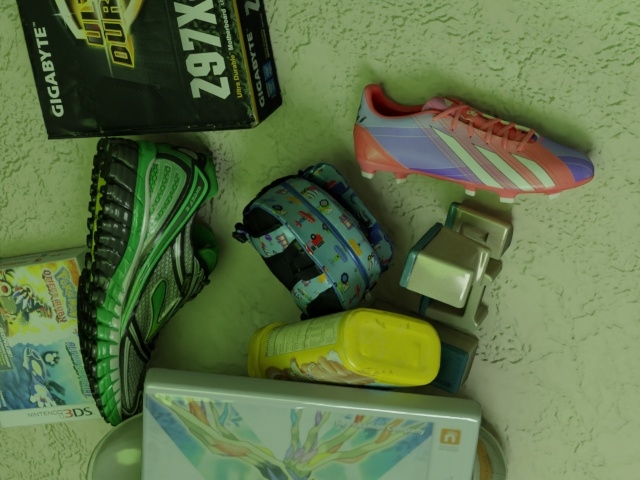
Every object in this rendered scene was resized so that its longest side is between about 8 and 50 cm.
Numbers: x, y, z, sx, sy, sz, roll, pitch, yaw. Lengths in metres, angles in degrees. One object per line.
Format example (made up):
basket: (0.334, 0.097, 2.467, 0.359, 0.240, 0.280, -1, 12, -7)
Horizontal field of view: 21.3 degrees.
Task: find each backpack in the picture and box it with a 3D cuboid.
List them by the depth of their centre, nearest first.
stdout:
backpack: (0.000, 0.000, 1.719, 0.117, 0.173, 0.158, -38, 90, -11)

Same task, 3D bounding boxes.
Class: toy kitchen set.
toy kitchen set: (0.095, 0.068, 1.724, 0.122, 0.166, 0.207, 22, 118, 14)

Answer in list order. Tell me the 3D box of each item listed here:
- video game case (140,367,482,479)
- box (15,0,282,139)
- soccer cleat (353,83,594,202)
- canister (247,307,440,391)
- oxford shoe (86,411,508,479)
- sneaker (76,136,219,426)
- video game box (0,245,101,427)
video game case: (-0.018, 0.273, 1.720, 0.329, 0.036, 0.300, 6, 120, 2)
box: (-0.193, -0.270, 1.758, 0.257, 0.079, 0.322, -2, 111, 22)
soccer cleat: (0.148, -0.098, 1.684, 0.248, 0.083, 0.095, 8, 110, 23)
canister: (0.023, 0.115, 1.699, 0.170, 0.126, 0.073, -17, 65, 54)
oxford shoe: (-0.027, 0.236, 1.794, 0.449, 0.130, 0.169, 0, 81, 4)
sneaker: (-0.184, 0.056, 1.850, 0.146, 0.134, 0.343, 3, 119, -17)
video game box: (-0.322, 0.116, 1.998, 0.187, 0.048, 0.205, -9, 108, 24)
